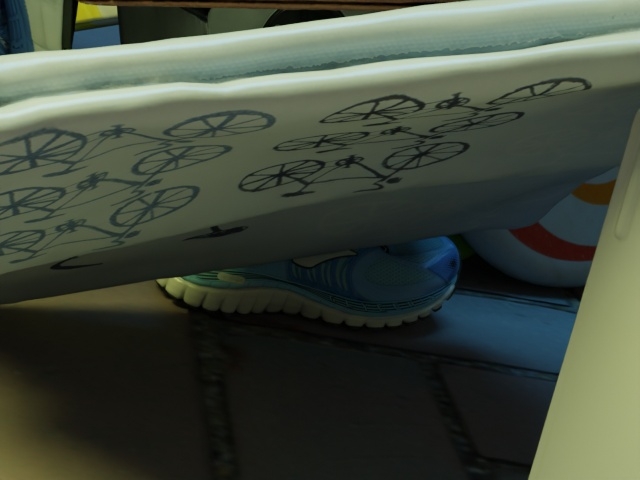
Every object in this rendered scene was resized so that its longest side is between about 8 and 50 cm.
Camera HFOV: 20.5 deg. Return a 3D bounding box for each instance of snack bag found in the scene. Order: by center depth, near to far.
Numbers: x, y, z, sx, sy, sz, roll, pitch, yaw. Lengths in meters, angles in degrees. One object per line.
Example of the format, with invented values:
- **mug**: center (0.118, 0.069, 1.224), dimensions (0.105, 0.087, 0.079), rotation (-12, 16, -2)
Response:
- **snack bag**: center (0.003, -0.023, 0.680), dimensions (0.323, 0.037, 0.342), rotation (-9, -9, -19)

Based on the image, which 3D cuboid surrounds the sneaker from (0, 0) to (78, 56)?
- **sneaker**: center (-0.177, -0.153, 0.774), dimensions (0.147, 0.330, 0.130), rotation (4, 57, -3)

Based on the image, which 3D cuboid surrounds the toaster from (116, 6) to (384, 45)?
- **toaster**: center (-0.006, -0.092, 0.853), dimensions (0.168, 0.110, 0.185), rotation (-8, 20, -22)

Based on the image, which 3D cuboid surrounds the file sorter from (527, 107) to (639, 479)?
- **file sorter**: center (0.235, 0.086, 0.591), dimensions (0.277, 0.193, 0.173), rotation (24, 18, 30)

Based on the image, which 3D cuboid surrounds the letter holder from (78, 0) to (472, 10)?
- **letter holder**: center (0.057, -0.182, 0.714), dimensions (0.301, 0.152, 0.214), rotation (1, 20, 5)

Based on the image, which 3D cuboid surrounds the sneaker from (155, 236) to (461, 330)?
- **sneaker**: center (0.000, 0.000, 0.879), dimensions (0.162, 0.073, 0.063), rotation (4, 19, -24)

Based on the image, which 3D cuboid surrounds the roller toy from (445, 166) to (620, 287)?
- **roller toy**: center (0.132, -0.082, 1.029), dimensions (0.209, 0.191, 0.146), rotation (5, 18, -24)

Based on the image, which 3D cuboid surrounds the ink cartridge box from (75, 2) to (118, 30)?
- **ink cartridge box**: center (-0.129, -0.218, 1.108), dimensions (0.384, 0.160, 0.279), rotation (-6, 10, 18)
